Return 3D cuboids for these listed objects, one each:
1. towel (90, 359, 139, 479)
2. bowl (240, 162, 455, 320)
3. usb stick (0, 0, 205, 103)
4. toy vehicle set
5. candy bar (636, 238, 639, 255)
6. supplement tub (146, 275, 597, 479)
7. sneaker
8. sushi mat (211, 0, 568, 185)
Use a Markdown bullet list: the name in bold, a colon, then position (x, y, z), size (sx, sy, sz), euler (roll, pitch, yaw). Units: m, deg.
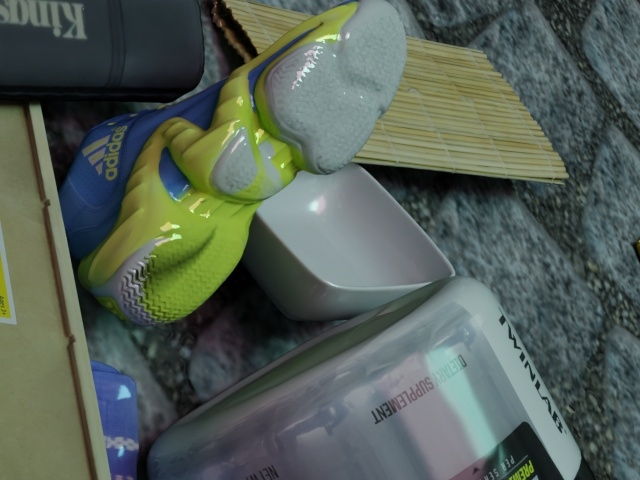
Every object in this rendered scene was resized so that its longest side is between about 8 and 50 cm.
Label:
- **towel**: position (-0.161, 0.149, 0.424), size (0.243, 0.040, 0.336), euler (25, 31, -33)
- **bowl**: position (0.000, 0.000, 0.712), size (0.142, 0.053, 0.142), euler (-3, 44, -46)
- **usb stick**: position (-0.163, -0.110, 0.574), size (0.278, 0.045, 0.077), euler (-8, 102, -53)
- **toy vehicle set**: position (-0.192, 0.008, 0.498), size (0.166, 0.035, 0.266), euler (16, 41, -39)
- **candy bar**: position (0.342, 0.067, 1.071), size (0.040, 0.018, 0.161), euler (-9, 76, -47)
- **supplement tub**: position (0.071, 0.207, 0.582), size (0.207, 0.207, 0.338), euler (-29, 90, -49)
- **sneaker**: position (-0.062, -0.066, 0.632), size (0.240, 0.126, 0.091), euler (-46, 141, -22)
- **sushi mat**: position (0.067, -0.110, 0.864), size (0.317, 0.019, 0.151), euler (2, 50, -45)
